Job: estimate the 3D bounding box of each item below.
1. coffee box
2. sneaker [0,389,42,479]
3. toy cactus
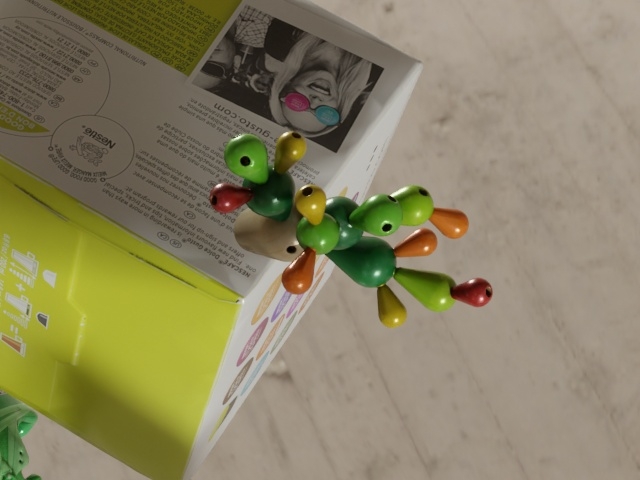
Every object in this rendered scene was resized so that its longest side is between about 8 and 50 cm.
[{"bbox_3d":[-0.164,-0.040,1.419,0.338,0.337,0.334,30,-129,7],"label":"coffee box"},{"bbox_3d":[-0.330,0.252,1.496,0.123,0.109,0.295,26,-139,-21],"label":"sneaker"},{"bbox_3d":[0.000,0.000,1.095,0.180,0.219,0.112,-3,-111,56],"label":"toy cactus"}]
